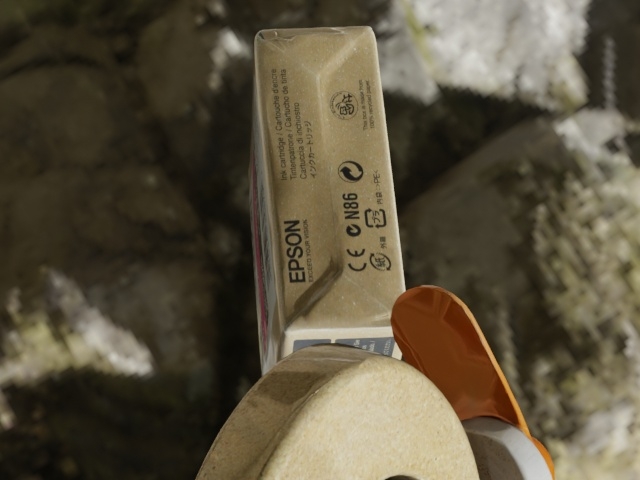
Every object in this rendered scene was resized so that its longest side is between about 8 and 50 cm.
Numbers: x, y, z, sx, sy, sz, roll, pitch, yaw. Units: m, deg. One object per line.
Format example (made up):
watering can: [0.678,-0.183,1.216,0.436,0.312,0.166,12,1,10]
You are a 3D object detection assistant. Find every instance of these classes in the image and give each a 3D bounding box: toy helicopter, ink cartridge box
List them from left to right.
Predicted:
ink cartridge box: [0.000,0.000,1.381,0.088,0.235,0.193,-3,151,-6]
toy helicopter: [0.045,0.183,0.846,0.235,0.140,0.355,-54,135,-33]
